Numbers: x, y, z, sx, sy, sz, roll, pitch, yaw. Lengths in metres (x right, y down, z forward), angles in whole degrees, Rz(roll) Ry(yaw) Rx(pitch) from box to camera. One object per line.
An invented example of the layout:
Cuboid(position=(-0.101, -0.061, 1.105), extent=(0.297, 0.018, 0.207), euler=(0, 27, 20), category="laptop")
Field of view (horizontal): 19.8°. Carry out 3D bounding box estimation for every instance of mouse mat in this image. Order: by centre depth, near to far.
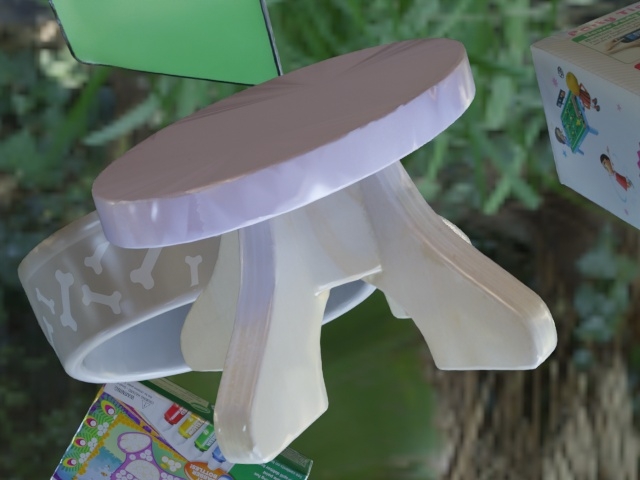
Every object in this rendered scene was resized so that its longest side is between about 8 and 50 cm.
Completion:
Cuboid(position=(-0.128, -0.176, 1.472), extent=(0.190, 0.007, 0.152), euler=(9, 152, 13), category="mouse mat")

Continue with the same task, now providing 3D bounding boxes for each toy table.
Cuboid(position=(0.000, 0.000, 1.039), extent=(0.252, 0.161, 0.274), euler=(2, -155, 47), category="toy table")

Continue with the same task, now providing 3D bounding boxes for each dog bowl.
Cuboid(position=(-0.100, 0.035, 1.695), extent=(0.349, 0.102, 0.349), euler=(-16, 166, -4), category="dog bowl")

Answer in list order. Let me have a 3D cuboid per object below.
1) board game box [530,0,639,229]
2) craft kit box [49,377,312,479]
Cuboid(position=(0.281, -0.066, 0.934), extent=(0.224, 0.097, 0.303), euler=(-24, -153, -14), category="board game box")
Cuboid(position=(-0.176, 0.291, 2.045), extent=(0.250, 0.246, 0.061), euler=(29, -161, -3), category="craft kit box")
